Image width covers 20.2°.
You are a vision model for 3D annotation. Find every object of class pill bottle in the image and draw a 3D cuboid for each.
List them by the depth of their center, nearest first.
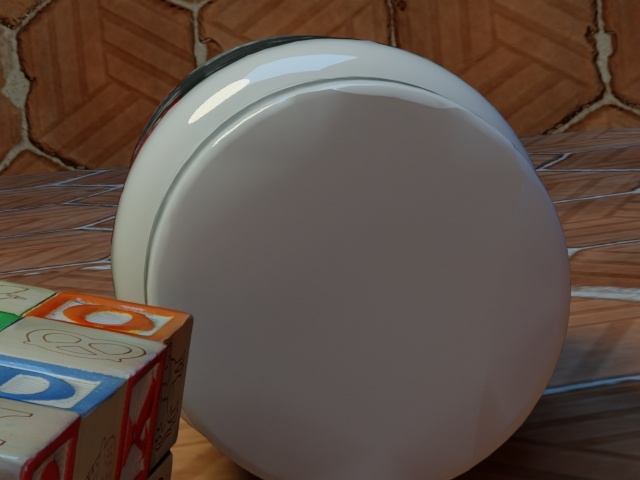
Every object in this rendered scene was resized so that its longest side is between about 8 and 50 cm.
[{"bbox_3d":[0.000,0.000,0.703,0.161,0.161,0.283,-6,7,-4],"label":"pill bottle"}]

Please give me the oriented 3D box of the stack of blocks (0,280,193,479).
[{"bbox_3d":[-0.199,0.050,0.483,0.297,0.087,0.171,10,10,6],"label":"stack of blocks"}]
